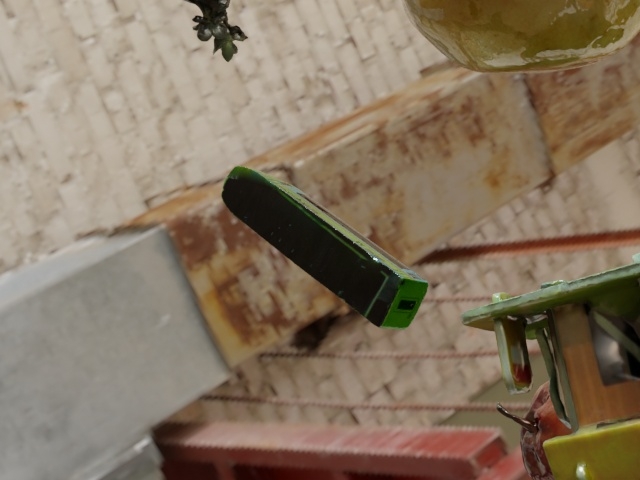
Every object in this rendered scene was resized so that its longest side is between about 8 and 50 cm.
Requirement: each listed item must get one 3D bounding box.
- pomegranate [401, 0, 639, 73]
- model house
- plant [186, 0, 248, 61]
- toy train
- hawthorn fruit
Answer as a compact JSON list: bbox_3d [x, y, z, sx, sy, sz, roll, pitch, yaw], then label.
[{"bbox_3d":[0.172,-0.242,1.141,0.233,0.233,0.233,28,-48,35],"label":"pomegranate"},{"bbox_3d":[0.274,0.159,0.968,0.300,0.340,0.324,-17,-103,22],"label":"model house"},{"bbox_3d":[-0.090,-0.192,1.138,0.051,0.051,0.102,8,-63,46],"label":"plant"},{"bbox_3d":[0.000,0.000,1.109,0.209,0.042,0.044,37,-72,40],"label":"toy train"},{"bbox_3d":[0.285,0.211,1.562,0.194,0.157,0.157,12,-43,-9],"label":"hawthorn fruit"}]
